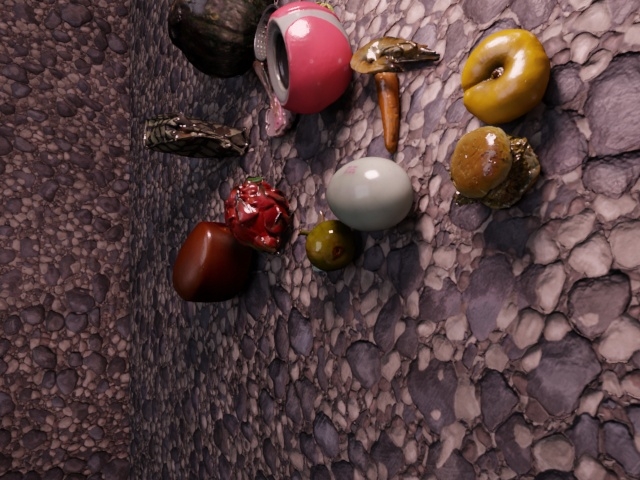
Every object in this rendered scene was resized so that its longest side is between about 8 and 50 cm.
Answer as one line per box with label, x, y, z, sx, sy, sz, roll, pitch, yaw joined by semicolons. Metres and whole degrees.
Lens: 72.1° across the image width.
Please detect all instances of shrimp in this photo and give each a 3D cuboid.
shrimp;0.168;-0.460;1.099;0.254;0.145;0.059;38;160;45

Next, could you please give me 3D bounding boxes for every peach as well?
peach;0.359;-0.319;0.868;0.179;0.103;0.179;-5;84;54

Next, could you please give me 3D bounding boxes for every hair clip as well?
hair clip;-0.162;-0.507;1.551;0.173;0.069;0.300;-31;74;47

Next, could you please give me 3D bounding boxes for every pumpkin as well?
pumpkin;-0.331;-0.802;1.555;0.454;0.344;0.454;-55;21;32

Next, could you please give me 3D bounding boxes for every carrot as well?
carrot;0.177;-0.327;1.136;0.061;0.061;0.209;-8;86;51

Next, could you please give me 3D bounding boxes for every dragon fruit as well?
dragon fruit;-0.207;-0.064;1.451;0.234;0.234;0.292;-44;51;40

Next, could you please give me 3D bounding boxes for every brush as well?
brush;0.000;0.000;1.353;0.070;0.021;0.196;-6;82;49

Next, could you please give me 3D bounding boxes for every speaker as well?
speaker;-0.039;-0.505;1.243;0.294;0.295;0.293;-5;83;51

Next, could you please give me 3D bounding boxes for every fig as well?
fig;0.021;0.016;1.250;0.186;0.148;0.142;169;88;-85

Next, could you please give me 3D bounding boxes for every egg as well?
egg;0.115;-0.113;1.092;0.264;0.183;0.182;8;93;59

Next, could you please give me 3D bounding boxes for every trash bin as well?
trash bin;-0.109;-0.643;1.425;0.175;0.161;0.175;-12;75;53

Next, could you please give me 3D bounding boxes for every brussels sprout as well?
brussels sprout;0.011;-0.694;1.368;0.085;0.058;0.085;10;115;23

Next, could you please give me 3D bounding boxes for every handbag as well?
handbag;-0.498;-0.414;1.760;0.327;0.326;0.162;14;101;51

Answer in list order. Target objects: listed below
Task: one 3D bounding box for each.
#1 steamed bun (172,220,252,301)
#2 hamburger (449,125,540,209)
steamed bun;-0.418;0.105;1.690;0.379;0.235;0.248;-44;53;40
hamburger;0.326;-0.139;0.873;0.184;0.131;0.159;-61;42;34
